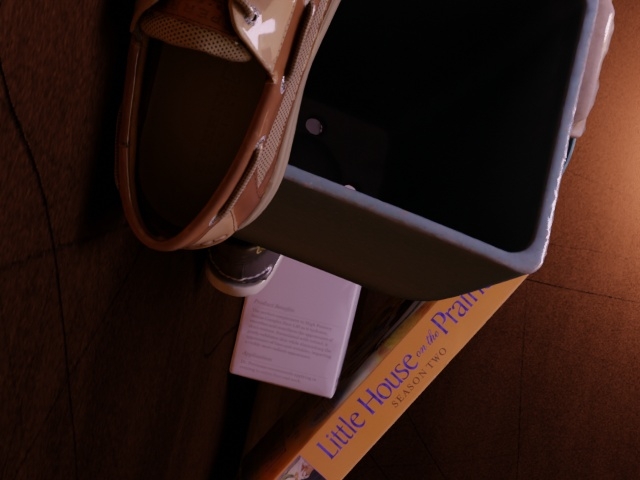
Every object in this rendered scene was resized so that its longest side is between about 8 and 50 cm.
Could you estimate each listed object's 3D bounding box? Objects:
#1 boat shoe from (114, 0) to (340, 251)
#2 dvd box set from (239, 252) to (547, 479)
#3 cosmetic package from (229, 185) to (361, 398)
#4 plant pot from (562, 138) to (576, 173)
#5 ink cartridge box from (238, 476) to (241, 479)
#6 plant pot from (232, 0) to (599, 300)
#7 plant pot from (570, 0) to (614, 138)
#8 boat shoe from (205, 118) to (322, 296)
[{"bbox_3d":[-0.051,-0.138,0.940,0.120,0.123,0.324,-55,157,-67],"label":"boat shoe"},{"bbox_3d":[0.070,0.142,1.831,0.420,0.062,0.307,-48,-176,1],"label":"dvd box set"},{"bbox_3d":[-0.014,0.039,1.702,0.085,0.117,0.231,-42,146,-82],"label":"cosmetic package"},{"bbox_3d":[0.151,-0.173,2.051,0.235,0.293,0.293,-122,-138,-70],"label":"plant pot"},{"bbox_3d":[-0.096,0.378,1.923,0.209,0.062,0.109,-64,166,-67],"label":"ink cartridge box"},{"bbox_3d":[0.025,-0.088,1.221,0.252,0.248,0.247,138,-30,-63],"label":"plant pot"},{"bbox_3d":[0.146,-0.245,1.651,0.334,0.305,0.334,13,90,-84],"label":"plant pot"},{"bbox_3d":[-0.038,-0.059,1.409,0.068,0.081,0.227,102,7,-57],"label":"boat shoe"}]
